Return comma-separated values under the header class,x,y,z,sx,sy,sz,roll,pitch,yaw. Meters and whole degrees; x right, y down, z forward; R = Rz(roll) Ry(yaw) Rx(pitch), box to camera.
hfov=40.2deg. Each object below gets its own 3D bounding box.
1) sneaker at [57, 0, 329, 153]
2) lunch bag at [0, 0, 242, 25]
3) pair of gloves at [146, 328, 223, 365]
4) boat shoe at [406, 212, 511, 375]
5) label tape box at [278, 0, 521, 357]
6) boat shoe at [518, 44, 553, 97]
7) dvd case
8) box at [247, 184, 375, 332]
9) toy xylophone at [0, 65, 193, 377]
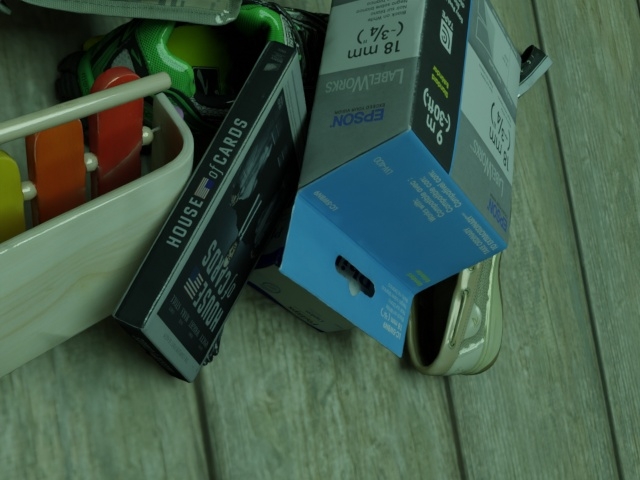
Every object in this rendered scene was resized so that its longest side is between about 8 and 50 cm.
class,x,y,z,sx,sy,sz,roll,pitch,yaw
sneaker,-0.048,-0.150,0.786,0.344,0.146,0.134,-20,95,-44
lunch bag,-0.208,-0.266,0.590,0.287,0.169,0.235,-8,42,-43
pair of gloves,-0.118,0.069,0.768,0.083,0.010,0.074,19,71,-41
boat shoe,0.137,-0.003,0.956,0.098,0.109,0.302,5,84,-43
label tape box,0.092,-0.085,0.802,0.240,0.106,0.333,39,54,-51
boat shoe,0.260,-0.215,1.155,0.040,0.049,0.142,48,49,-1
dvd case,-0.073,-0.014,0.696,0.030,0.179,0.238,23,72,11
box,0.000,0.000,0.849,0.126,0.072,0.137,36,59,-31
toy xylophone,-0.198,-0.010,0.577,0.081,0.236,0.323,39,43,25
